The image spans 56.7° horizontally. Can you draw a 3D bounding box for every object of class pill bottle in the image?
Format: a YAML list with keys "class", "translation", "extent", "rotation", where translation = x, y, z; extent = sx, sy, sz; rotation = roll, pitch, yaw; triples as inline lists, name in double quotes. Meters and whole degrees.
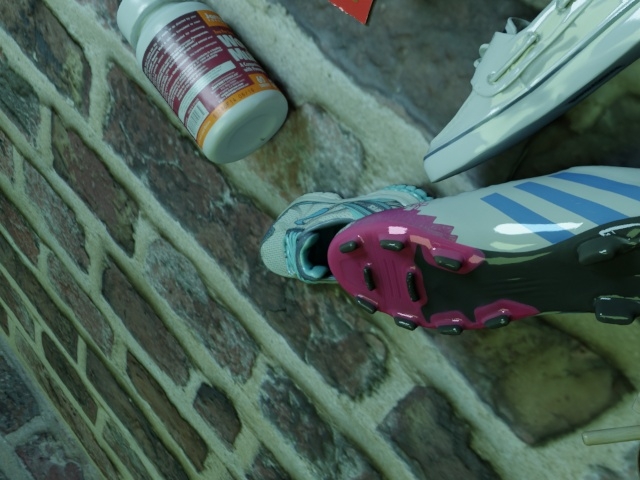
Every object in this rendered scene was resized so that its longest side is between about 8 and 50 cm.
- class: "pill bottle"
  translation: [-0.150, -0.213, 0.738]
  extent: [0.221, 0.121, 0.121]
  rotation: [52, 139, 10]

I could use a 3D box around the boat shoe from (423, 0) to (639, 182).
- class: "boat shoe"
  translation: [0.173, -0.141, 0.481]
  extent: [0.258, 0.095, 0.084]
  rotation: [-37, 79, 39]

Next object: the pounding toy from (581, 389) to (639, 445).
- class: "pounding toy"
  translation: [0.298, 0.116, 0.444]
  extent: [0.130, 0.141, 0.100]
  rotation: [29, 130, 33]

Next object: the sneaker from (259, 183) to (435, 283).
- class: "sneaker"
  translation: [0.000, 0.000, 0.702]
  extent: [0.283, 0.122, 0.110]
  rotation: [-14, 100, 49]

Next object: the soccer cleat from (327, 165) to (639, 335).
- class: "soccer cleat"
  translation: [0.166, 0.003, 0.507]
  extent: [0.331, 0.143, 0.116]
  rotation: [-2, 121, 36]

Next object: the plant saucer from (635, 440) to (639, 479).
- class: "plant saucer"
  translation: [0.368, 0.213, 0.513]
  extent: [0.168, 0.029, 0.168]
  rotation: [23, 126, 36]

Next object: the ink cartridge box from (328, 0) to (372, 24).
- class: "ink cartridge box"
  translation: [-0.024, -0.345, 0.588]
  extent: [0.225, 0.056, 0.181]
  rotation: [43, 137, 23]
